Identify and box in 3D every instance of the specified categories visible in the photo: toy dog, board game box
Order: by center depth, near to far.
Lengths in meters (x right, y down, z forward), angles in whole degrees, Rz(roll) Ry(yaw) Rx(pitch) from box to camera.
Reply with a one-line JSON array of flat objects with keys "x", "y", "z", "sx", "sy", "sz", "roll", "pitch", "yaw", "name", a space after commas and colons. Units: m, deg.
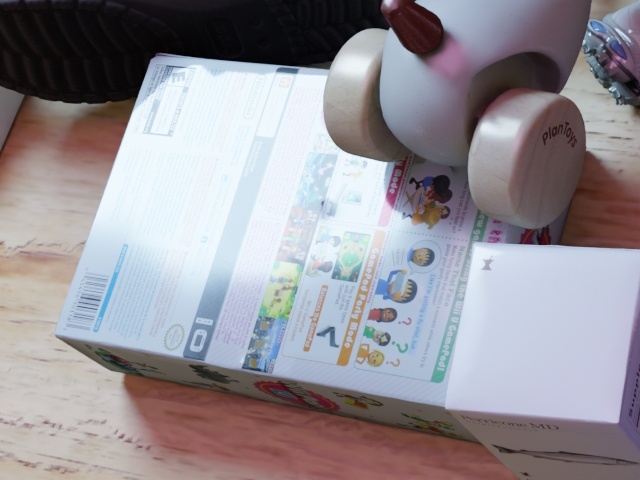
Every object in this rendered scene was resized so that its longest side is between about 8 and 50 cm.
[{"x": 0.118, "y": -0.174, "z": 1.123, "sx": 0.220, "sy": 0.161, "sz": 0.333, "roll": 1, "pitch": 57, "yaw": 22, "name": "toy dog"}, {"x": 0.000, "y": 0.000, "z": 1.234, "sx": 0.303, "sy": 0.097, "sz": 0.224, "roll": 8, "pitch": 71, "yaw": 27, "name": "board game box"}]

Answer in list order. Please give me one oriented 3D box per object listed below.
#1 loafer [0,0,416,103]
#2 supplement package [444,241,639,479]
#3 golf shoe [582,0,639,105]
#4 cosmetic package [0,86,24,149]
[{"x": -0.109, "y": -0.192, "z": 1.343, "sx": 0.366, "sy": 0.134, "sz": 0.130, "roll": -3, "pitch": 59, "yaw": 3, "name": "loafer"}, {"x": 0.156, "y": 0.082, "z": 1.078, "sx": 0.105, "sy": 0.179, "sz": 0.105, "roll": 3, "pitch": 69, "yaw": 26, "name": "supplement package"}, {"x": 0.244, "y": -0.097, "z": 1.189, "sx": 0.086, "sy": 0.069, "sz": 0.176, "roll": -32, "pitch": 59, "yaw": 1, "name": "golf shoe"}, {"x": -0.279, "y": -0.180, "z": 1.448, "sx": 0.117, "sy": 0.085, "sz": 0.231, "roll": 15, "pitch": 76, "yaw": 29, "name": "cosmetic package"}]
